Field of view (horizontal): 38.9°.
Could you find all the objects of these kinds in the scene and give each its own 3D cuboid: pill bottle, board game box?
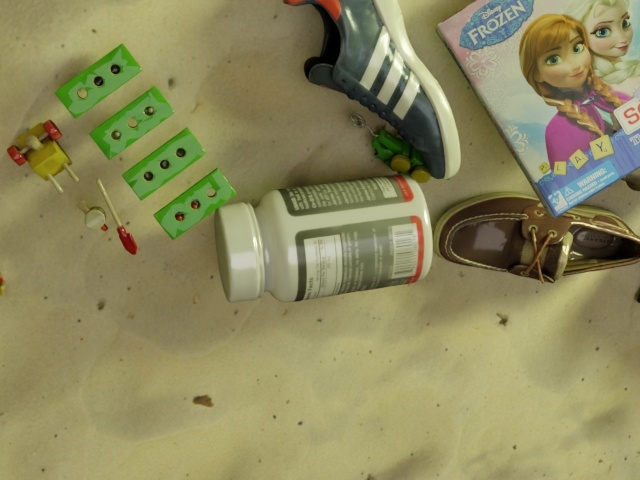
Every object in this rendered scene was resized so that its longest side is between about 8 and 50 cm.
[{"bbox_3d":[0.000,0.000,1.279,0.283,0.161,0.161,-8,113,-13],"label":"pill bottle"},{"bbox_3d":[0.377,-0.247,1.256,0.319,0.066,0.318,-32,92,7],"label":"board game box"}]

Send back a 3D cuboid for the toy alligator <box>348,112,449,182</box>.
[{"bbox_3d":[0.106,-0.128,1.324,0.190,0.056,0.051,26,142,-24],"label":"toy alligator"}]

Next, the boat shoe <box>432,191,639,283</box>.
[{"bbox_3d":[0.346,0.004,1.404,0.342,0.123,0.123,4,109,-18],"label":"boat shoe"}]

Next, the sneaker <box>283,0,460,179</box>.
[{"bbox_3d":[0.066,-0.217,1.238,0.148,0.131,0.350,-30,107,-3],"label":"sneaker"}]

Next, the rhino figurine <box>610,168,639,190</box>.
[{"bbox_3d":[0.506,-0.112,1.415,0.243,0.106,0.073,4,109,-18],"label":"rhino figurine"}]

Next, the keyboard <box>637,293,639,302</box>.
[{"bbox_3d":[0.626,0.043,1.560,0.108,0.023,0.180,21,104,-16],"label":"keyboard"}]

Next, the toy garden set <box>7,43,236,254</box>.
[{"bbox_3d":[-0.267,-0.102,1.205,0.204,0.049,0.244,-36,106,-1],"label":"toy garden set"}]
